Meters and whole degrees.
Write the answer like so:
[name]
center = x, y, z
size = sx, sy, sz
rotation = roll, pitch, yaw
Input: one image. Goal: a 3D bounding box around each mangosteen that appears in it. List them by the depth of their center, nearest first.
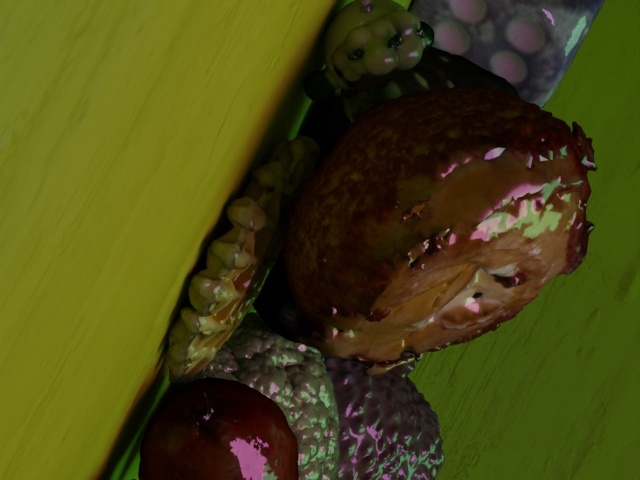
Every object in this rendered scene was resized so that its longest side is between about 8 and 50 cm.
[mangosteen]
center = -0.001, 0.017, 1.494
size = 0.230, 0.194, 0.194
rotation = -110, -142, -49

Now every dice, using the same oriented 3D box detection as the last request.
[dice]
center = 0.305, -0.385, 2.053
size = 0.271, 0.270, 0.270
rotation = -59, 175, -39

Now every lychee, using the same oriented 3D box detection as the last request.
[lychee]
center = -0.015, 0.291, 1.830
size = 0.432, 0.380, 0.380
rotation = -47, -178, 18

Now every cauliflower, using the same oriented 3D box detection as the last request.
[cauliflower]
center = -0.108, 0.227, 1.544
size = 0.250, 0.275, 0.272
rotation = -16, -111, 43

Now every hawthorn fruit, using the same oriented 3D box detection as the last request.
[hawthorn fruit]
center = -0.112, 0.215, 1.291
size = 0.181, 0.181, 0.235
rotation = -61, 156, -27

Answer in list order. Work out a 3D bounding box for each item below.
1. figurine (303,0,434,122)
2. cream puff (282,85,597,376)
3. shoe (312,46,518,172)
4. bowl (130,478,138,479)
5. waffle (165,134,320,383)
[figurine]
center = 0.046, -0.180, 1.257
size = 0.147, 0.093, 0.197
rotation = -28, 168, -13
[cream puff]
center = 0.114, -0.029, 1.263
size = 0.350, 0.228, 0.350
rotation = -18, 153, -10
[shoe]
center = 0.129, -0.140, 1.585
size = 0.171, 0.237, 0.384
rotation = -64, 177, 22
[bowl]
center = -0.212, 0.411, 1.256
size = 0.313, 0.146, 0.313
rotation = 164, -90, -84
[waffle]
center = -0.082, 0.024, 1.282
size = 0.250, 0.056, 0.261
rotation = -59, 177, -41
